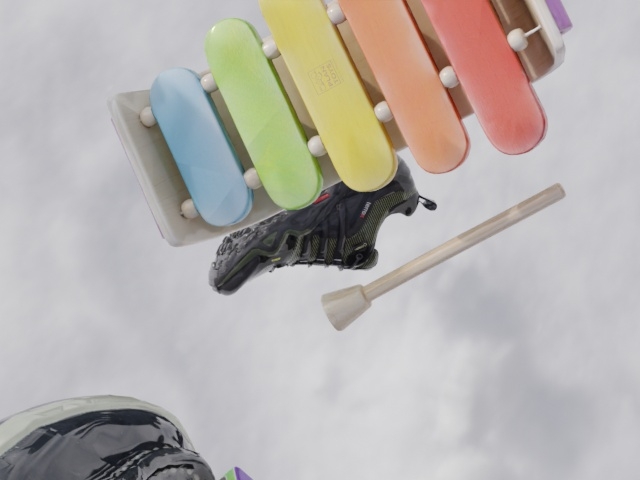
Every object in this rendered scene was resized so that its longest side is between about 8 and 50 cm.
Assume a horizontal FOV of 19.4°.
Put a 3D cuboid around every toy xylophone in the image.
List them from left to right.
[{"bbox_3d":[0.031,-0.085,1.254,0.323,0.081,0.236,-35,81,17],"label":"toy xylophone"}]

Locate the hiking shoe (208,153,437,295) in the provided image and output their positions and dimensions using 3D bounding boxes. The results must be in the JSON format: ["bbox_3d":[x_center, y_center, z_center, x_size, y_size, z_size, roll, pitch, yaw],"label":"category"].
[{"bbox_3d":[0.000,0.000,1.802,0.227,0.086,0.114,-35,108,9],"label":"hiking shoe"}]

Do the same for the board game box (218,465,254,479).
[{"bbox_3d":[-0.054,0.470,1.443,0.356,0.356,0.356,-43,108,6],"label":"board game box"}]

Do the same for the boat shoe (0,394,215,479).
[{"bbox_3d":[-0.103,0.192,0.654,0.156,0.500,0.187,2,104,12],"label":"boat shoe"}]
